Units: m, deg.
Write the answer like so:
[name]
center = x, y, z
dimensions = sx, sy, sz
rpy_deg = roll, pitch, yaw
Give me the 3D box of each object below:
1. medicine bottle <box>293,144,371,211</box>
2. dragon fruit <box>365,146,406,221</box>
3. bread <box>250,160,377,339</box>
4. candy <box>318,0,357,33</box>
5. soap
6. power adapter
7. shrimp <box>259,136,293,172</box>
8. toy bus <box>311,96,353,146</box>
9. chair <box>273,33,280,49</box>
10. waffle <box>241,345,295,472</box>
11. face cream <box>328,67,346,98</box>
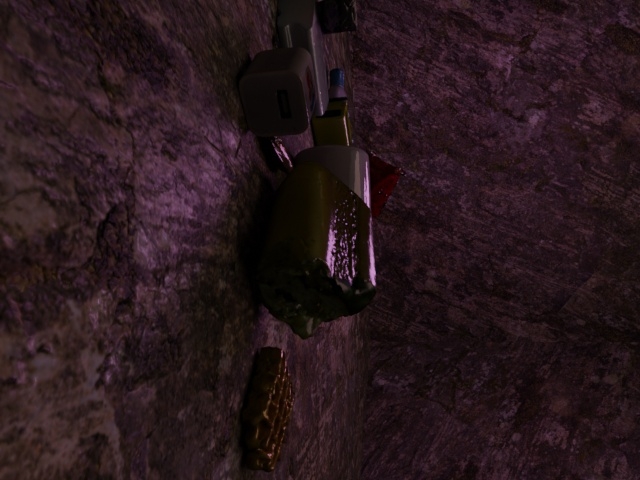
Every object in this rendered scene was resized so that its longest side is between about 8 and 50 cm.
[medicine bottle]
center = 0.033, -0.054, 1.297
dimensions = 0.211, 0.211, 0.371
rpy_deg = 26, 63, -79
[dragon fruit]
center = 0.135, -0.200, 1.884
dimensions = 0.100, 0.282, 0.343
rpy_deg = -37, 158, -52
[bread]
center = -0.012, 0.009, 1.011
dimensions = 0.251, 0.208, 0.376
rpy_deg = 42, 32, -26
[candy]
center = 0.014, -0.626, 1.340
dimensions = 0.312, 0.061, 0.088
rpy_deg = -139, -143, -61
[soap]
center = -0.042, -0.497, 1.286
dimensions = 0.172, 0.095, 0.289
rpy_deg = -78, 163, -58
[power adapter]
center = -0.075, -0.316, 0.967
dimensions = 0.204, 0.125, 0.130
rpy_deg = -80, 164, -49
[shrimp]
center = -0.100, -0.210, 1.071
dimensions = 0.190, 0.042, 0.101
rpy_deg = 48, 20, -74
[toy bus]
center = 0.049, -0.363, 1.704
dimensions = 0.262, 0.128, 0.150
rpy_deg = 76, 15, -46
[chair]
center = -0.087, -0.463, 1.175
dimensions = 0.086, 0.042, 0.037
rpy_deg = 75, 18, -52
[waffle]
center = -0.099, 0.330, 0.905
dimensions = 0.210, 0.055, 0.160
rpy_deg = -77, 163, -53
[face cream]
center = 0.068, -0.554, 1.990
dimensions = 0.163, 0.080, 0.336
rpy_deg = 48, 41, -74
